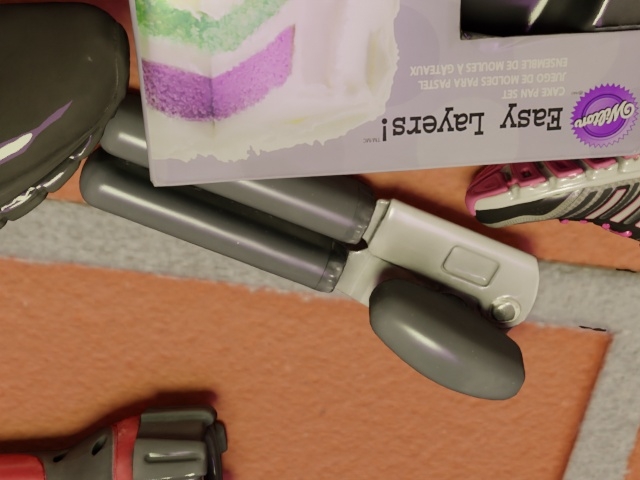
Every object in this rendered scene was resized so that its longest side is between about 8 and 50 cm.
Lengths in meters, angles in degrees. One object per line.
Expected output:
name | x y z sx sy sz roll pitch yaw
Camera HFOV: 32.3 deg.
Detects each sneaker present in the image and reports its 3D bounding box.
sneaker | -0.229 -0.062 0.493 0.286 0.109 0.130 -14 144 3
sneaker | 0.169 -0.023 0.620 0.171 0.063 0.074 -13 115 4

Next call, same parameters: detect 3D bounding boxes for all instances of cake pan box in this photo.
cake pan box | 0.039 -0.153 0.520 0.267 0.070 0.245 -3 120 -5

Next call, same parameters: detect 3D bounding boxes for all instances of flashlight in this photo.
flashlight | -0.215 0.167 0.726 0.304 0.103 0.103 -4 123 3

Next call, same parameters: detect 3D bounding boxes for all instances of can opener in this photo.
can opener | 0.000 0.000 0.629 0.280 0.093 0.074 24 118 -7
